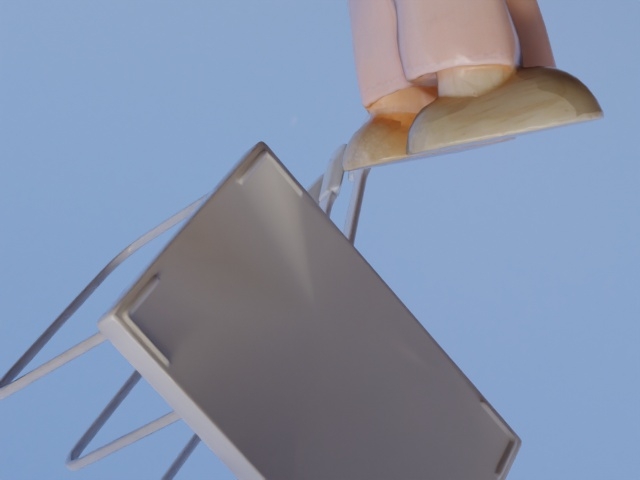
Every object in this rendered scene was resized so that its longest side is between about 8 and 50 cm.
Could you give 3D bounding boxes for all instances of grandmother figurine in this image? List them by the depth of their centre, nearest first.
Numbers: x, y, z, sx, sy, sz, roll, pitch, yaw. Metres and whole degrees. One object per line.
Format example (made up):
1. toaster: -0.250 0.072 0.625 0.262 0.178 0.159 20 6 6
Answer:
1. grandmother figurine: 0.022 -0.204 0.576 0.104 0.342 0.208 -11 -178 -31

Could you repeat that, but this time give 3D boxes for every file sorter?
1. file sorter: -0.041 0.121 0.947 0.277 0.173 0.193 49 -137 -12

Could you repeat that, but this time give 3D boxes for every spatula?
1. spatula: 0.000 0.000 1.206 0.019 0.168 0.242 30 -136 -18
